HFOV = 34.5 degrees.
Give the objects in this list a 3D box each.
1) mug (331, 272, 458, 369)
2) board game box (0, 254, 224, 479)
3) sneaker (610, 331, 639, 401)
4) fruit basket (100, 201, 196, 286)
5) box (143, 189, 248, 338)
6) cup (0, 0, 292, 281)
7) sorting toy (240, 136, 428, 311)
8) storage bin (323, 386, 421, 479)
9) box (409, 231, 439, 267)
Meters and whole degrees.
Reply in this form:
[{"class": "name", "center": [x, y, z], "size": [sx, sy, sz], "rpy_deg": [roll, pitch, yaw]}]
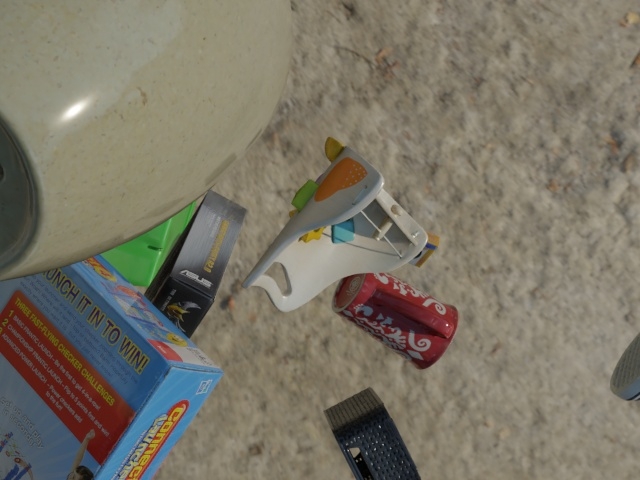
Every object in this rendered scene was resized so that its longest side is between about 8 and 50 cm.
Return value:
[{"class": "mug", "center": [0.120, 0.101, 1.561], "size": [0.169, 0.113, 0.150], "rpy_deg": [31, 139, -18]}, {"class": "board game box", "center": [-0.292, 0.156, 1.008], "size": [0.302, 0.308, 0.086], "rpy_deg": [-55, 150, 7]}, {"class": "sneaker", "center": [0.578, 0.138, 1.533], "size": [0.127, 0.126, 0.321], "rpy_deg": [36, 106, -7]}, {"class": "fruit basket", "center": [-0.369, -0.133, 1.575], "size": [0.392, 0.283, 0.392], "rpy_deg": [2, 104, 7]}, {"class": "box", "center": [-0.174, 0.079, 1.183], "size": [0.056, 0.183, 0.231], "rpy_deg": [30, 121, -10]}, {"class": "cup", "center": [-0.206, -0.106, 0.679], "size": [0.331, 0.237, 0.331], "rpy_deg": [8, 127, 10]}, {"class": "sorting toy", "center": [0.000, 0.000, 0.457], "size": [0.075, 0.045, 0.083], "rpy_deg": [-45, 155, 1]}, {"class": "storage bin", "center": [0.072, 0.294, 1.491], "size": [0.084, 0.180, 0.122], "rpy_deg": [-26, 93, -4]}, {"class": "box", "center": [0.151, -0.001, 1.989], "size": [0.136, 0.028, 0.081], "rpy_deg": [20, 141, -12]}]
